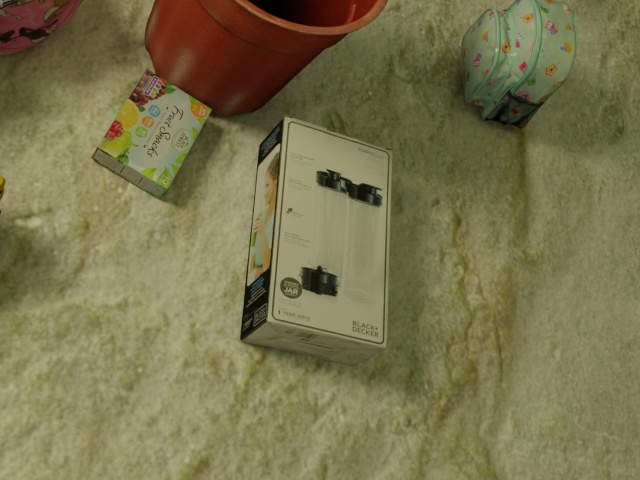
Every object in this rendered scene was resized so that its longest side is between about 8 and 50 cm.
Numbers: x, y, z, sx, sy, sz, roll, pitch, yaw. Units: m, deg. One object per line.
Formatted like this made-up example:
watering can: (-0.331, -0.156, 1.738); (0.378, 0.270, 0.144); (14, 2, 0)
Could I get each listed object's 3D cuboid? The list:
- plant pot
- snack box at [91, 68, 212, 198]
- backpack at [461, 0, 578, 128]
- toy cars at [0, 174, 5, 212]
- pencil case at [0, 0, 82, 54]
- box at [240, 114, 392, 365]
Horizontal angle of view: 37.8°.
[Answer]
plant pot: (-0.089, -0.307, 1.190); (0.272, 0.265, 0.273); (11, 63, -24)
snack box: (-0.211, -0.136, 1.182); (0.100, 0.037, 0.141); (32, 56, -14)
backpack: (0.306, -0.287, 1.445); (0.144, 0.188, 0.166); (15, 62, -23)
toy cars: (-0.430, -0.102, 0.998); (0.176, 0.087, 0.394); (-8, 78, -13)
pencil case: (-0.442, -0.417, 1.115); (0.386, 0.160, 0.167); (56, 26, 5)
box: (0.000, 0.000, 1.207); (0.169, 0.087, 0.290); (14, 62, -23)
